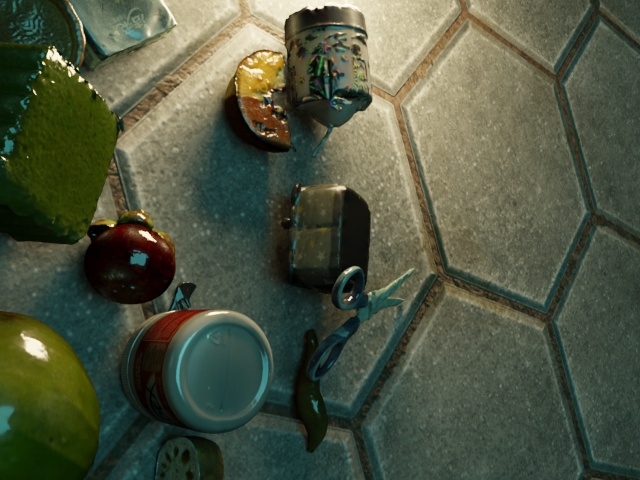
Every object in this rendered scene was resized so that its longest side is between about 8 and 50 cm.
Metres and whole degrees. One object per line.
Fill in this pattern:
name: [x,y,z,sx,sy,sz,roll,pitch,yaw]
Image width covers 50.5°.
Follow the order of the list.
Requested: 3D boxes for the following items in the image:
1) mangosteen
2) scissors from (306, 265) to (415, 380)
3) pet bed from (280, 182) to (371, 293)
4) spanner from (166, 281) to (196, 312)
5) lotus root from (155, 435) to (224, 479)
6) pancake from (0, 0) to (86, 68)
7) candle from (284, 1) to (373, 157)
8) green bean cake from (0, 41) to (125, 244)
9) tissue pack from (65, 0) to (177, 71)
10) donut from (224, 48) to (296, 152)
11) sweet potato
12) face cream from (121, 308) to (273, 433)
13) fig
mangosteen: [-0.315,0.015,1.150,0.156,0.146,0.181,27,65,-28]
scissors: [0.104,0.141,1.434,0.383,0.029,0.256,-17,130,-57]
pet bed: [0.000,0.000,1.406,0.183,0.159,0.210,32,59,-61]
spanner: [-0.289,0.155,1.228,0.046,0.012,0.208,47,57,-20]
lotus root: [-0.220,0.399,1.163,0.081,0.112,0.122,21,67,-40]
pancake: [-0.493,-0.341,1.128,0.199,0.021,0.199,0,91,-15]
candle: [0.018,-0.340,1.469,0.187,0.187,0.330,1,81,-38]
green bean cake: [-0.440,-0.141,1.028,0.247,0.156,0.249,59,40,-64]
tissue pack: [-0.406,-0.458,1.225,0.185,0.081,0.257,-42,105,-35]
donut: [-0.132,-0.286,1.398,0.141,0.085,0.217,8,75,-36]
sweet potato: [-0.020,0.303,1.378,0.069,0.059,0.249,16,66,-56]
face cream: [-0.209,0.217,1.153,0.201,0.187,0.201,6,81,-40]
fig: [-0.434,0.256,0.925,0.316,0.316,0.316,9,75,-36]
